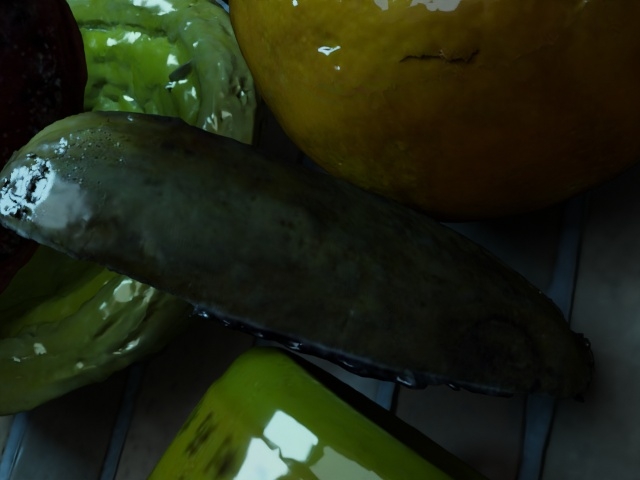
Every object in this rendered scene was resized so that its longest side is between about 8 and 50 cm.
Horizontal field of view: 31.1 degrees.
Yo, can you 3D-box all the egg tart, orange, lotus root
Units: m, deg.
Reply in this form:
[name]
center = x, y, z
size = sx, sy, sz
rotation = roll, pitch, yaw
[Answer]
[egg tart]
center = -0.167, -0.028, 0.807
size = 0.345, 0.132, 0.345
rotation = -13, 62, 26
[orange]
center = 0.090, -0.150, 0.644
size = 0.284, 0.226, 0.283
rotation = -10, 60, 18
[lotus root]
center = 0.001, 0.000, 0.590
size = 0.167, 0.329, 0.078
rotation = -111, 41, -70

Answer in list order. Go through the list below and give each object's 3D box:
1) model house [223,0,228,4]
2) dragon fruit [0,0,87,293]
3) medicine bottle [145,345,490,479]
[model house]
center = -0.048, -0.334, 0.784
size = 0.271, 0.301, 0.190
rotation = -41, 46, 9
[dragon fruit]
center = -0.253, -0.066, 0.706
size = 0.317, 0.152, 0.205
rotation = -52, 46, 10
[medicine bottle]
center = -0.049, 0.260, 0.541
size = 0.224, 0.224, 0.384
rotation = 32, 88, 38
